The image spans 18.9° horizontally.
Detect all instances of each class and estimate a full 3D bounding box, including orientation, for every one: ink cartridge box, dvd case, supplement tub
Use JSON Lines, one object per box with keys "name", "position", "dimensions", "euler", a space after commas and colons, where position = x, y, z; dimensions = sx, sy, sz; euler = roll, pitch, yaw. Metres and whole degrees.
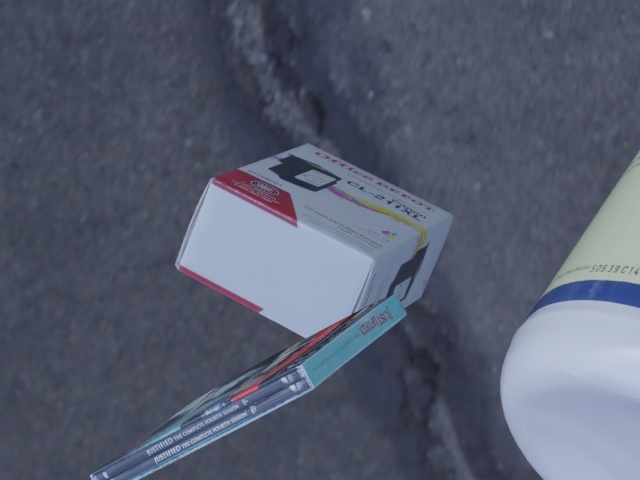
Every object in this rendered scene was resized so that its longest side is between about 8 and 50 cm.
{"name": "ink cartridge box", "position": [0.000, 0.000, 1.313], "dimensions": [0.127, 0.175, 0.072], "euler": [27, 109, 14]}
{"name": "dvd case", "position": [-0.029, 0.063, 0.783], "dimensions": [0.119, 0.087, 0.013], "euler": [-28, 93, 32]}
{"name": "supplement tub", "position": [0.272, 0.016, 1.056], "dimensions": [0.235, 0.325, 0.235], "euler": [30, 156, 15]}
